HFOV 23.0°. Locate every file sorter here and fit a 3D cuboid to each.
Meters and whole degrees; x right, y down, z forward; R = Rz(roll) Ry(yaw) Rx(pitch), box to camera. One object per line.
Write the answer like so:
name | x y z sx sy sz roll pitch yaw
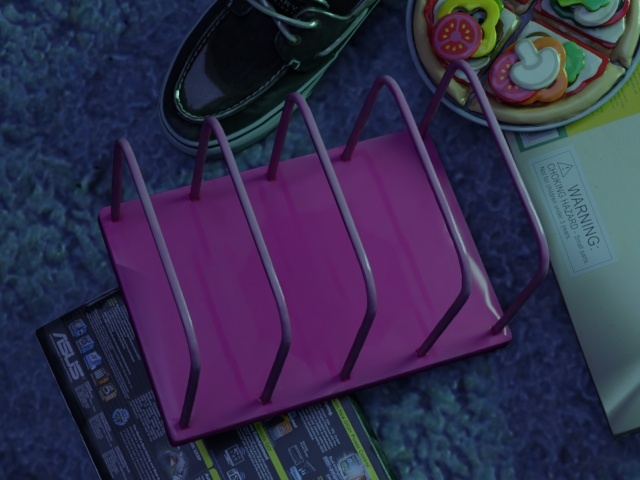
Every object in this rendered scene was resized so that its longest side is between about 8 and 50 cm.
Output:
file sorter | 0.000 0.000 1.203 0.290 0.182 0.202 -15 71 -15

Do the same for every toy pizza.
toy pizza | 0.168 -0.188 1.290 0.201 0.032 0.201 -3 76 10

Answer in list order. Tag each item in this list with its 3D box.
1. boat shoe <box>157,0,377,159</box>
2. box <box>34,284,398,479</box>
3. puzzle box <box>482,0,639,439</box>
boat shoe | -0.021 -0.209 1.329 0.121 0.119 0.335 43 94 8
box | -0.084 0.144 1.300 0.216 0.060 0.270 -29 74 2
puzzle box | 0.299 -0.072 1.282 0.272 0.052 0.409 -19 74 6
